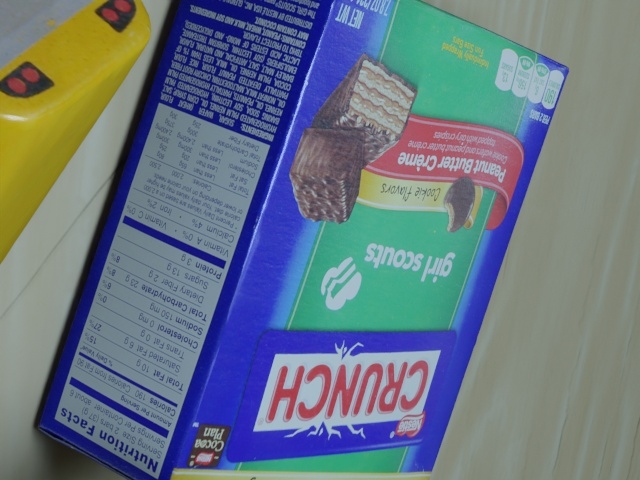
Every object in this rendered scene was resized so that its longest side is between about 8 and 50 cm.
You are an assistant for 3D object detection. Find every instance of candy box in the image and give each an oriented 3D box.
[{"bbox_3d":[0.000,0.000,0.949,0.268,0.122,0.317,11,101,-52],"label":"candy box"}]

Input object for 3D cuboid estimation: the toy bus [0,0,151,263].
[{"bbox_3d":[-0.174,-0.045,0.590,0.332,0.130,0.108,-48,180,41],"label":"toy bus"}]
